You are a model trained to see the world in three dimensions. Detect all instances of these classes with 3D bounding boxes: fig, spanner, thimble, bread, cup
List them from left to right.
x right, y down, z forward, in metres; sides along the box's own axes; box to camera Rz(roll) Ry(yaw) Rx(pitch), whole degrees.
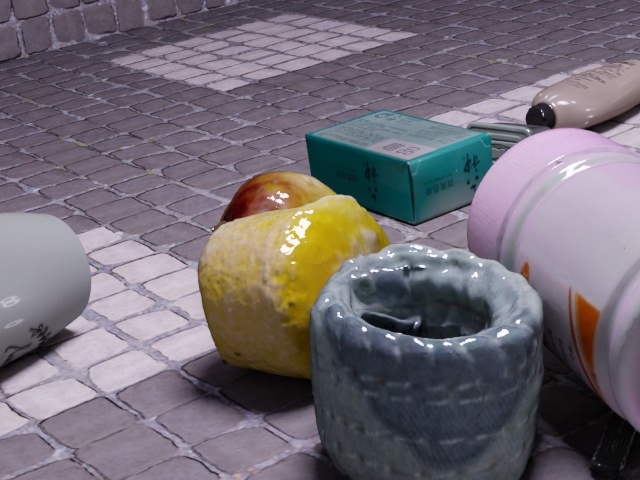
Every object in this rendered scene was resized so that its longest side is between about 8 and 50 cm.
[{"bbox_3d":[-0.411,0.071,1.537,0.258,0.186,0.234,-26,-4,40],"label":"cup"},{"bbox_3d":[-0.021,0.052,1.404,0.170,0.197,0.197,-2,20,33],"label":"bread"},{"bbox_3d":[0.000,0.000,1.623,0.257,0.159,0.159,4,14,-27],"label":"fig"},{"bbox_3d":[0.093,0.116,1.210,0.205,0.172,0.250,-13,25,-21],"label":"thimble"},{"bbox_3d":[0.306,0.136,1.282,0.093,0.026,0.325,3,25,24],"label":"spanner"}]

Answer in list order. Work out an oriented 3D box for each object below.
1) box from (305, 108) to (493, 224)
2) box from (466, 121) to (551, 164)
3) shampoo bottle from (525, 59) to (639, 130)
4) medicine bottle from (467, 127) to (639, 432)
[{"bbox_3d":[0.110,-0.108,1.895,0.153,0.092,0.245,-21,23,-29],"label":"box"},{"bbox_3d":[0.269,-0.127,1.908,0.122,0.084,0.069,12,18,40],"label":"box"},{"bbox_3d":[0.412,-0.219,2.094,0.257,0.078,0.127,-21,29,-37],"label":"shampoo bottle"},{"bbox_3d":[0.284,0.034,1.235,0.202,0.202,0.316,-13,25,-13],"label":"medicine bottle"}]
